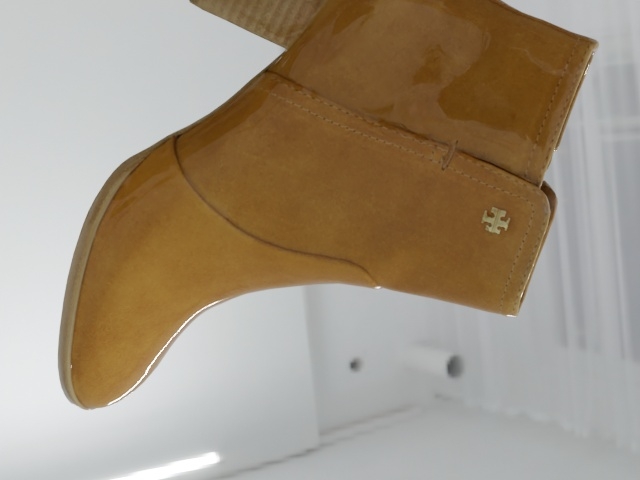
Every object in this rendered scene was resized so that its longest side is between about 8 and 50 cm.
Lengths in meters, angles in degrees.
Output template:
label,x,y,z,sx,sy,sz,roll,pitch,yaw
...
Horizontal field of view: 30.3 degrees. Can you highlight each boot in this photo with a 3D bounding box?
label,x,y,z,sx,sy,sz,roll,pitch,yaw
boot,0.001,-0.001,0.605,0.211,0.295,0.104,26,-166,12
